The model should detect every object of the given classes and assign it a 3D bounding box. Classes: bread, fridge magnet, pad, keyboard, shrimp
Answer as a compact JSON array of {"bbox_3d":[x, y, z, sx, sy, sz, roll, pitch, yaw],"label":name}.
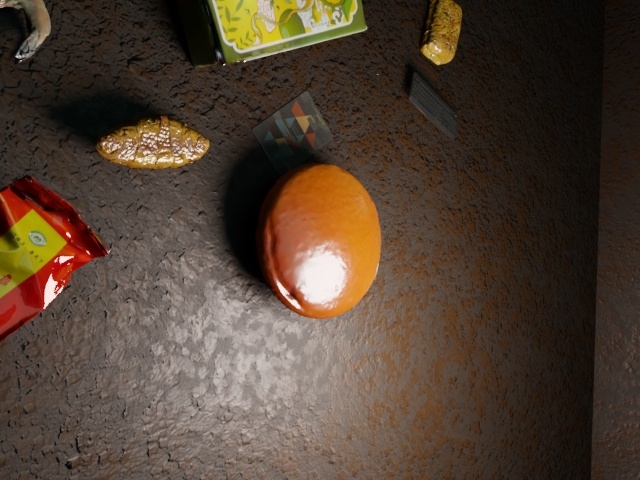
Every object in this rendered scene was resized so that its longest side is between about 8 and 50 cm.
[{"bbox_3d":[-0.328,-0.190,0.979,0.233,0.076,0.105,-12,107,-46],"label":"bread"},{"bbox_3d":[0.000,0.000,1.188,0.363,0.155,0.364,2,86,-40],"label":"fridge magnet"},{"bbox_3d":[-0.063,-0.264,1.251,0.211,0.003,0.143,-46,115,-32],"label":"pad"},{"bbox_3d":[0.384,-0.665,1.601,0.114,0.083,0.211,21,73,-33],"label":"bread"},{"bbox_3d":[0.318,-0.432,1.554,0.381,0.041,0.103,23,73,-37],"label":"keyboard"},{"bbox_3d":[-0.550,-0.351,0.824,0.219,0.046,0.152,-43,111,-34],"label":"shrimp"}]

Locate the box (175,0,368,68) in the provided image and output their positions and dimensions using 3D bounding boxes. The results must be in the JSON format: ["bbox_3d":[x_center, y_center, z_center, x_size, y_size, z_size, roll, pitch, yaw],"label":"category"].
[{"bbox_3d":[-0.116,-0.594,1.075,0.420,0.138,0.373,-26,116,-30],"label":"box"}]

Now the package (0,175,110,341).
[{"bbox_3d":[-0.546,0.086,0.749,0.423,0.123,0.196,-49,119,-31],"label":"package"}]
